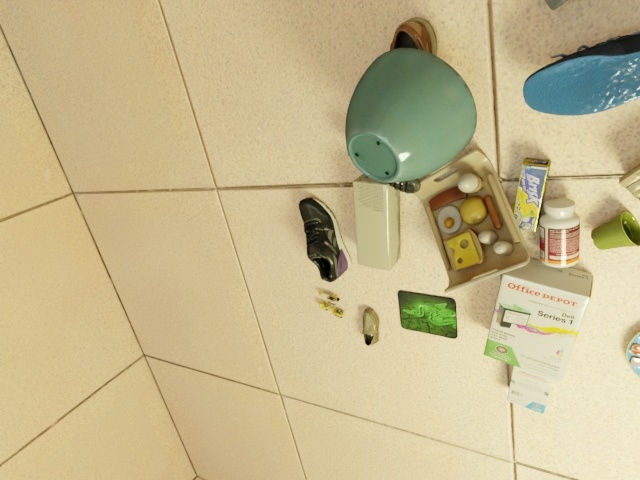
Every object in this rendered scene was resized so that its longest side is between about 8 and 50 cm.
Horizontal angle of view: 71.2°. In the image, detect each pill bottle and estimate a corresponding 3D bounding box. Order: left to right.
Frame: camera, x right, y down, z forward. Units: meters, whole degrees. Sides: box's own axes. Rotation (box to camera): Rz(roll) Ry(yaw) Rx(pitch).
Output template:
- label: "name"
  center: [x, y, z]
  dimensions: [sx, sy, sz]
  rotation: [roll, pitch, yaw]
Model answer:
- label: "pill bottle"
  center: [0.569, -0.019, 1.065]
  dimensions: [0.086, 0.086, 0.151]
  rotation: [4, 118, 33]

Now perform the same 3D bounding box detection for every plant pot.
- label: "plant pot"
  center: [0.169, -0.242, 0.997]
  dimensions: [0.290, 0.195, 0.290]
  rotation: [31, 153, 18]
- label: "plant pot"
  center: [0.667, -0.013, 1.014]
  dimensions: [0.083, 0.083, 0.079]
  rotation: [53, 143, -3]

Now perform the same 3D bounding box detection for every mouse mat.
- label: "mouse mat"
  center: [0.339, 0.235, 1.421]
  dimensions: [0.190, 0.007, 0.152]
  rotation: [5, 118, 31]

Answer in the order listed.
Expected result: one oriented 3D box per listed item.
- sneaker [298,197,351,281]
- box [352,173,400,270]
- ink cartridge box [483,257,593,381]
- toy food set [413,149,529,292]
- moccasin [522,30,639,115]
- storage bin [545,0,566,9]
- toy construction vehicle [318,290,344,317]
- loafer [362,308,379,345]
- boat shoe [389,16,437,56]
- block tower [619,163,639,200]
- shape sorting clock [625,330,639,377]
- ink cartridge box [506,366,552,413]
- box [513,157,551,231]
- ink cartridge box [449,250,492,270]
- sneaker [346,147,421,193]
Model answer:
- label: "sneaker"
  center: [0.000, 0.000, 1.437]
  dimensions: [0.107, 0.124, 0.283]
  rotation: [-20, 103, 39]
- label: "box"
  center: [0.169, -0.057, 1.311]
  dimensions: [0.113, 0.094, 0.274]
  rotation: [12, 122, 29]
- label: "ink cartridge box"
  center: [0.564, 0.200, 1.173]
  dimensions: [0.202, 0.117, 0.277]
  rotation: [16, 123, 27]
- label: "toy food set"
  center: [0.358, -0.043, 1.124]
  dimensions: [0.220, 0.093, 0.305]
  rotation: [-30, 66, 41]
- label: "moccasin"
  center: [0.582, -0.327, 0.866]
  dimensions: [0.342, 0.116, 0.137]
  rotation: [-3, 126, 30]
- label: "storage bin"
  center: [0.464, -0.523, 0.854]
  dimensions: [0.135, 0.098, 0.091]
  rotation: [53, 159, -3]
- label: "toy construction vehicle"
  center: [0.040, 0.226, 1.605]
  dimensions: [0.098, 0.035, 0.085]
  rotation: [16, 135, 29]
- label: "loafer"
  center: [0.172, 0.304, 1.543]
  dimensions: [0.056, 0.050, 0.147]
  rotation: [3, 117, 33]
- label: "boat shoe"
  center: [0.228, -0.359, 1.081]
  dimensions: [0.123, 0.116, 0.324]
  rotation: [-4, 113, 36]
- label: "block tower"
  center: [0.776, -0.046, 0.906]
  dimensions: [0.335, 0.097, 0.091]
  rotation: [43, 131, 4]
- label: "shape sorting clock"
  center: [0.857, 0.284, 1.072]
  dimensions: [0.206, 0.040, 0.206]
  rotation: [17, 124, 26]
- label: "ink cartridge box"
  center: [0.611, 0.401, 1.293]
  dimensions: [0.104, 0.060, 0.180]
  rotation: [14, 123, 28]
- label: "box"
  center: [0.507, -0.109, 1.077]
  dimensions: [0.059, 0.054, 0.168]
  rotation: [13, 121, 28]
- label: "ink cartridge box"
  center: [0.420, 0.054, 1.199]
  dimensions: [0.135, 0.099, 0.056]
  rotation: [-28, 98, 40]
- label: "sneaker"
  center: [0.187, -0.218, 1.193]
  dimensions: [0.234, 0.106, 0.078]
  rotation: [39, 157, 24]
